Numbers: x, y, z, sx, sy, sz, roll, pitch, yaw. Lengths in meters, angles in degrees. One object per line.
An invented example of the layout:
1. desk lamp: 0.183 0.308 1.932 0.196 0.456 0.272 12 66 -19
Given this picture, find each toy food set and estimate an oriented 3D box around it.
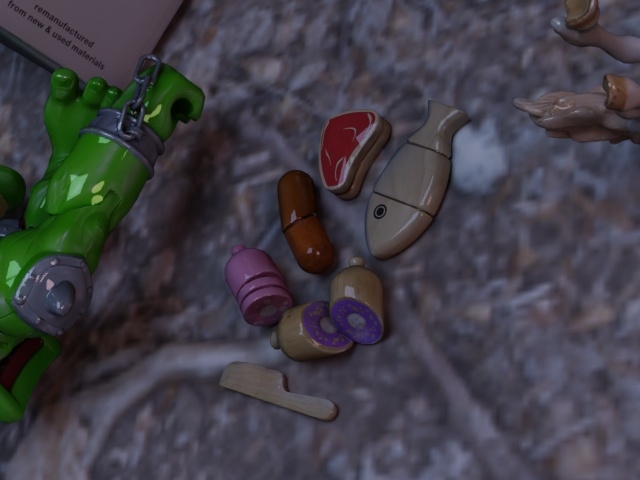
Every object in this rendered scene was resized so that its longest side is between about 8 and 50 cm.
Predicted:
1. toy food set: 0.000 0.000 0.514 0.078 0.019 0.122 12 76 41

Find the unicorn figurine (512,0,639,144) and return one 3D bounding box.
1. unicorn figurine: 0.140 -0.047 0.386 0.162 0.111 0.060 9 84 55

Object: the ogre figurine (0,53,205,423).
1. ogre figurine: -0.135 0.004 0.573 0.197 0.097 0.118 -7 45 19

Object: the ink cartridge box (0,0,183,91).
1. ink cartridge box: -0.104 -0.190 0.641 0.154 0.093 0.212 32 88 43
